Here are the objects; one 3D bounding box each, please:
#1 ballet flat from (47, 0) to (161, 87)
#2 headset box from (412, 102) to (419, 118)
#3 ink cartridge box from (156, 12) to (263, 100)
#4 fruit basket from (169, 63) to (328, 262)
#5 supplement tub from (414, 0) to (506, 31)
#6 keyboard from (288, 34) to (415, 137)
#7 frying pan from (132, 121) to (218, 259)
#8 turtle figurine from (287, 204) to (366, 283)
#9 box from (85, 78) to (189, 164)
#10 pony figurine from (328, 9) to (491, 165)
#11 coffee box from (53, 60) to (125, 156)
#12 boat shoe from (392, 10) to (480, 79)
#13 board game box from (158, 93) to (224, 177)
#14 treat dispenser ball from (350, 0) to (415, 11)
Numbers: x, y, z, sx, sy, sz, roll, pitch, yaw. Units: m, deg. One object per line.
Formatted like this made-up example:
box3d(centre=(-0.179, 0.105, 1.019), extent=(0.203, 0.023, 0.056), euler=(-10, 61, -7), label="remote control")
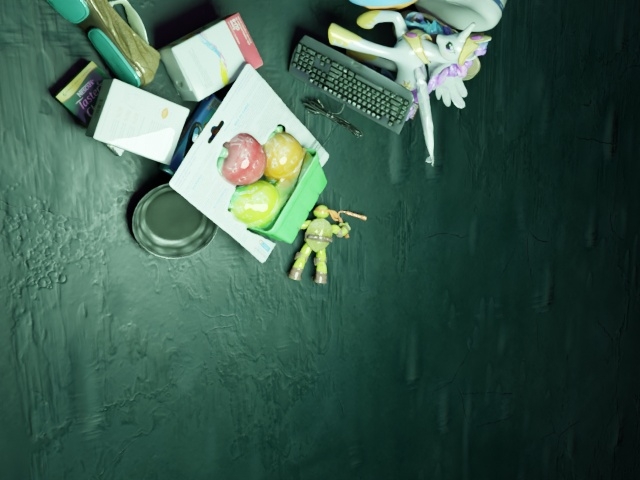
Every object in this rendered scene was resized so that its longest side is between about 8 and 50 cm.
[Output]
box3d(centre=(-0.454, -0.475, 1.393), extent=(0.342, 0.116, 0.124), euler=(49, 56, -29), label="ballet flat")
box3d(centre=(0.235, -0.364, 1.821), extent=(0.032, 0.062, 0.083), euler=(27, 87, -31), label="headset box")
box3d(centre=(-0.248, -0.405, 1.502), extent=(0.176, 0.128, 0.127), euler=(-35, 116, -19), label="ink cartridge box")
box3d(centre=(-0.154, -0.166, 1.552), extent=(0.353, 0.165, 0.327), euler=(41, 72, -40), label="fruit basket")
box3d(centre=(0.392, -0.729, 1.724), extent=(0.235, 0.235, 0.324), euler=(18, 92, -31), label="supplement tub")
box3d(centre=(0.060, -0.343, 1.619), extent=(0.033, 0.317, 0.201), euler=(-49, 165, -40), label="keyboard")
box3d(centre=(-0.340, -0.103, 1.527), extent=(0.197, 0.053, 0.326), euler=(-15, 121, -14), label="frying pan")
box3d(centre=(0.000, 0.000, 1.757), extent=(0.270, 0.087, 0.217), euler=(7, 98, -30), label="turtle figurine")
box3d(centre=(-0.389, -0.250, 1.432), extent=(0.171, 0.091, 0.130), euler=(19, 91, -32), label="box")
box3d(centre=(0.225, -0.401, 1.639), extent=(0.351, 0.364, 0.302), euler=(74, 33, -54), label="pony figurine")
box3d(centre=(-0.467, -0.282, 1.458), extent=(0.113, 0.040, 0.184), euler=(-48, 119, -11), label="coffee box")
box3d(centre=(0.332, -0.521, 1.818), extent=(0.302, 0.098, 0.109), euler=(25, 88, -31), label="boat shoe")
box3d(centre=(-0.255, -0.213, 1.589), extent=(0.160, 0.047, 0.210), euler=(36, 83, -31), label="board game box")
box3d(centre=(0.149, -0.682, 1.569), extent=(0.288, 0.288, 0.288), euler=(-7, 105, -28), label="treat dispenser ball")
